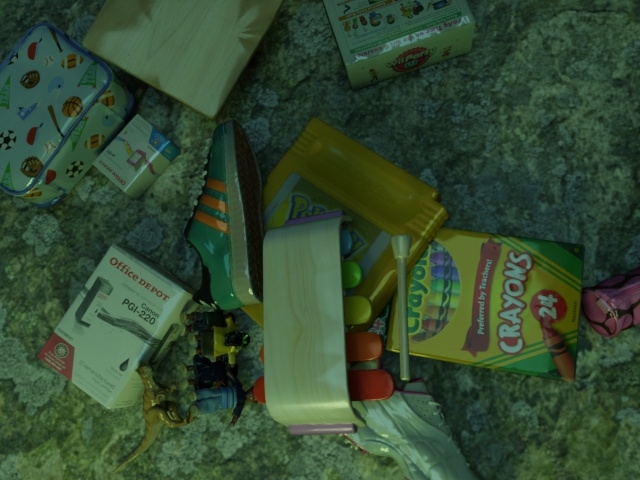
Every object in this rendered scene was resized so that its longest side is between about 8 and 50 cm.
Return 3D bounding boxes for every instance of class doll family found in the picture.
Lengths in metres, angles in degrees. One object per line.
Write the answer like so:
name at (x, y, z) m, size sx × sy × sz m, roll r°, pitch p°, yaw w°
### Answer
doll family at (-0.156, 0.192, 0.873) m, size 0.076 × 0.111 × 0.192 m, roll -9°, pitch 80°, yaw 52°

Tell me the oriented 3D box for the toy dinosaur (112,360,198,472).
toy dinosaur at (-0.259, 0.278, 0.879) m, size 0.112 × 0.064 × 0.211 m, roll 11°, pitch 109°, yaw 2°

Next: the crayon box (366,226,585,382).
crayon box at (0.221, 0.089, 0.845) m, size 0.319 × 0.081 × 0.202 m, roll 7°, pitch 79°, yaw 10°

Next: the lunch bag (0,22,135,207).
lunch bag at (-0.499, -0.232, 0.999) m, size 0.243 × 0.115 × 0.303 m, roll 36°, pitch 85°, yaw 16°

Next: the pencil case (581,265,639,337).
pencil case at (0.490, 0.065, 0.804) m, size 0.209 × 0.098 × 0.095 m, roll -26°, pitch 76°, yaw 2°

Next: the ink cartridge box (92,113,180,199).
ink cartridge box at (-0.328, -0.148, 0.986) m, size 0.088 × 0.052 × 0.122 m, roll 39°, pitch 87°, yaw 13°

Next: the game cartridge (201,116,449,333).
game cartridge at (0.000, 0.000, 0.863) m, size 0.285 × 0.053 × 0.323 m, roll 36°, pitch 92°, yaw 27°

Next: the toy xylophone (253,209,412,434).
toy xylophone at (0.017, 0.104, 0.756) m, size 0.236 × 0.081 × 0.322 m, roll -1°, pitch 74°, yaw 22°

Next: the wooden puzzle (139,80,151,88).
wooden puzzle at (-0.325, -0.328, 1.048) m, size 0.049 × 0.006 × 0.083 m, roll -17°, pitch 76°, yaw 4°

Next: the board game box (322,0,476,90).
board game box at (0.111, -0.446, 0.969) m, size 0.224 × 0.097 × 0.303 m, roll -17°, pitch 75°, yaw 5°

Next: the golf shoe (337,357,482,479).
golf shoe at (0.150, 0.286, 0.799) m, size 0.306 × 0.115 × 0.140 m, roll 33°, pitch 81°, yaw 12°

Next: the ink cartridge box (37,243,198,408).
ink cartridge box at (-0.322, 0.138, 0.904) m, size 0.159 × 0.092 × 0.217 m, roll 30°, pitch 82°, yaw 13°

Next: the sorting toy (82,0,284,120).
sorting toy at (-0.232, -0.377, 0.979) m, size 0.256 × 0.089 × 0.257 m, roll 29°, pitch 87°, yaw -2°

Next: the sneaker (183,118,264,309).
sneaker at (-0.158, -0.043, 0.856) m, size 0.121 × 0.108 × 0.302 m, roll -11°, pitch 72°, yaw 15°
